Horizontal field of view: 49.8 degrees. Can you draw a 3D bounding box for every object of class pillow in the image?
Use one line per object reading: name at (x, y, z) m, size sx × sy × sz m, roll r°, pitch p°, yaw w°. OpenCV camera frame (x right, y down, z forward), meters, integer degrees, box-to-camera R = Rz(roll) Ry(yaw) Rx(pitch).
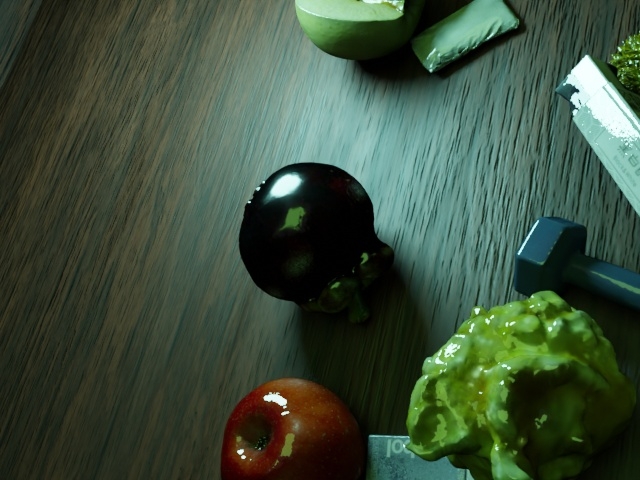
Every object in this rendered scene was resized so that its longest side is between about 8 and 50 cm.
pillow at (0.320, -0.469, 1.553) m, size 0.229 × 0.051 × 0.128 m, roll -27°, pitch 58°, yaw 14°

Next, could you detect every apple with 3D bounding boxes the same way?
apple at (-0.057, 0.378, 1.236) m, size 0.261 × 0.216 × 0.260 m, roll -16°, pitch 58°, yaw 27°
apple at (0.107, -0.549, 1.604) m, size 0.258 × 0.233 × 0.295 m, roll 23°, pitch 81°, yaw 28°

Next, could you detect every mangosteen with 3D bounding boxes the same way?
mangosteen at (-0.007, -0.009, 1.363) m, size 0.314 × 0.297 × 0.296 m, roll 19°, pitch 77°, yaw 29°

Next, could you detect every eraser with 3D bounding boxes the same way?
eraser at (0.536, -0.148, 1.160) m, size 0.096 × 0.098 × 0.403 m, roll -54°, pitch 38°, yaw 37°
eraser at (0.182, 0.386, 1.194) m, size 0.213 × 0.046 × 0.091 m, roll -8°, pitch 62°, yaw 27°

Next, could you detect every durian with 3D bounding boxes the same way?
durian at (0.597, -0.330, 1.289) m, size 0.208 × 0.102 × 0.146 m, roll -40°, pitch 43°, yaw 17°

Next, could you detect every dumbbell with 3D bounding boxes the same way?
dumbbell at (0.482, 0.073, 1.119) m, size 0.325 × 0.144 × 0.160 m, roll 27°, pitch 77°, yaw 38°

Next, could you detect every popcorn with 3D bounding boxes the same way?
popcorn at (0.298, 0.242, 1.051) m, size 0.335 × 0.279 × 0.274 m, roll -44°, pitch 54°, yaw -2°
